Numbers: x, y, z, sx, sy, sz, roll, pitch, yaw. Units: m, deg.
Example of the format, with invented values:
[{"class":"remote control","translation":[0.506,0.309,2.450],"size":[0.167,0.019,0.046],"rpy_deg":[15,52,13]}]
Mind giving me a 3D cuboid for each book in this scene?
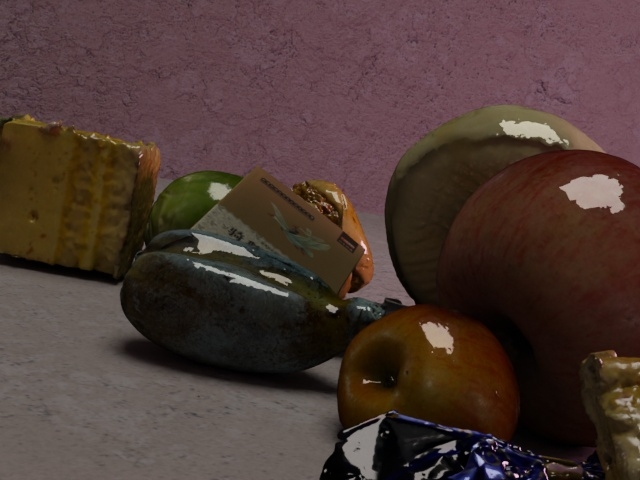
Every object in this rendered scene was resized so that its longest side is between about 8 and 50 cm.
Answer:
[{"class":"book","translation":[-0.066,0.018,1.371],"size":[0.217,0.021,0.310],"rpy_deg":[37,32,0]}]

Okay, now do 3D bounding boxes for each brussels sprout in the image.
[{"class":"brussels sprout","translation":[-0.161,-0.013,1.542],"size":[0.244,0.244,0.244],"rpy_deg":[10,8,-1]}]

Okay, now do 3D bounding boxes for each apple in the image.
[{"class":"apple","translation":[0.114,0.148,0.987],"size":[0.173,0.160,0.195],"rpy_deg":[32,-1,-39]},{"class":"apple","translation":[0.281,0.073,1.082],"size":[0.269,0.344,0.345],"rpy_deg":[-23,16,-11]}]

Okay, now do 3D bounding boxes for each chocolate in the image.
[{"class":"chocolate","translation":[0.171,0.200,0.774],"size":[0.343,0.126,0.148],"rpy_deg":[6,50,-8]}]

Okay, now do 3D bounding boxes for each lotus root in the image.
[{"class":"lotus root","translation":[-0.080,0.088,1.152],"size":[0.322,0.140,0.158],"rpy_deg":[17,26,6]}]

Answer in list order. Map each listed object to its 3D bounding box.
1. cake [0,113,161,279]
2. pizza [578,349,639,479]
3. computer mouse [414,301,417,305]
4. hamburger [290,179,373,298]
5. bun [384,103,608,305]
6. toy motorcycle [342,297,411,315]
[{"class":"cake","translation":[-0.422,-0.077,1.561],"size":[0.286,0.227,0.222],"rpy_deg":[12,3,-2]},{"class":"pizza","translation":[0.328,0.189,0.682],"size":[0.323,0.089,0.223],"rpy_deg":[21,48,11]},{"class":"computer mouse","translation":[0.239,0.127,1.538],"size":[0.231,0.071,0.126],"rpy_deg":[20,16,-26]},{"class":"hamburger","translation":[0.001,0.000,1.634],"size":[0.108,0.213,0.214],"rpy_deg":[-23,21,-20]},{"class":"bun","translation":[0.272,-0.028,1.348],"size":[0.364,0.364,0.202],"rpy_deg":[12,38,13]},{"class":"toy motorcycle","translation":[0.134,0.133,1.297],"size":[0.263,0.091,0.157],"rpy_deg":[17,2,31]}]
